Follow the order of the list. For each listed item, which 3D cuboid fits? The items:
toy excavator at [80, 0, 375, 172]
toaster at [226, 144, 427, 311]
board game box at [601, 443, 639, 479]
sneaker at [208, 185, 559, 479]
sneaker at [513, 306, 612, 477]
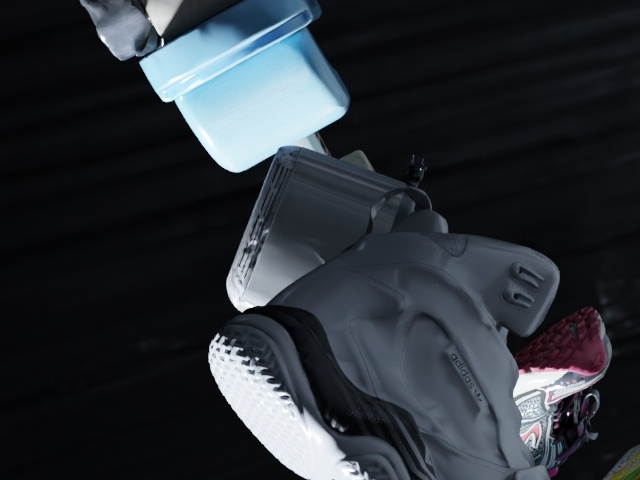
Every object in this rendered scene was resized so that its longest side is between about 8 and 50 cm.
[{"bbox_3d":[-0.050,-0.150,1.896,0.445,0.222,0.433,63,-173,-6],"label":"toy excavator"},{"bbox_3d":[0.000,0.000,1.686,0.129,0.146,0.227,-120,52,-86],"label":"toaster"},{"bbox_3d":[0.269,0.249,1.407,0.079,0.254,0.336,45,157,4],"label":"board game box"},{"bbox_3d":[0.116,0.132,1.168,0.366,0.210,0.137,44,159,1],"label":"sneaker"},{"bbox_3d":[0.225,0.156,1.653,0.112,0.121,0.299,51,161,12],"label":"sneaker"}]
